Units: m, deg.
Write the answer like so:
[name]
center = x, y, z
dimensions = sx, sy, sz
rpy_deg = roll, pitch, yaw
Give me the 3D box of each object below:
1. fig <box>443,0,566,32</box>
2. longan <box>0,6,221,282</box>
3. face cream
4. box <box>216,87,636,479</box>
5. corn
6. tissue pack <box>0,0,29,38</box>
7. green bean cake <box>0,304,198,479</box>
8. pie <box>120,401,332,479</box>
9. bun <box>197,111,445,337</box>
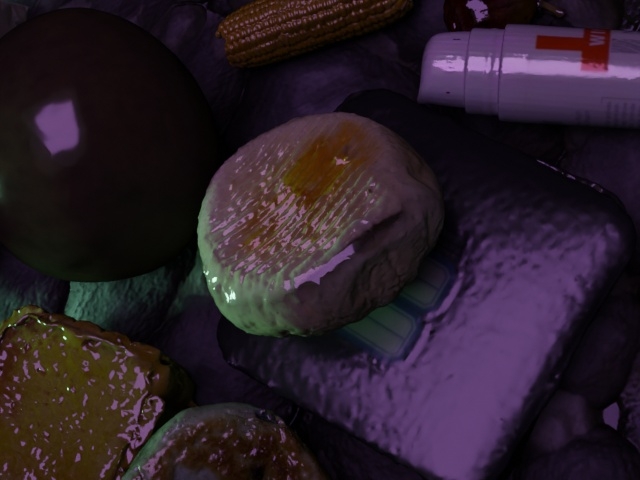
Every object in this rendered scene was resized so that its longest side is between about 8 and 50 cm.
[fig]
center = 0.198, -0.247, 1.349
dimensions = 0.125, 0.089, 0.089
rpy_deg = -16, 71, -12
[longan]
center = -0.248, -0.103, 1.347
dimensions = 0.297, 0.297, 0.297
rpy_deg = -4, 76, 18
[face cream]
center = 0.269, -0.163, 1.263
dimensions = 0.346, 0.102, 0.102
rpy_deg = 5, 79, 10
[box]
center = 0.103, 0.048, 1.299
dimensions = 0.359, 0.091, 0.350
rpy_deg = 28, 86, 22
[corn]
center = -0.004, -0.252, 1.410
dimensions = 0.238, 0.080, 0.080
rpy_deg = -18, 72, 14
[tissue pack]
center = -0.506, -0.115, 1.393
dimensions = 0.207, 0.297, 0.380
rpy_deg = 14, 97, 25
[green bean cake]
center = -0.266, 0.205, 1.363
dimensions = 0.224, 0.131, 0.229
rpy_deg = 19, 81, 19
[pie]
center = -0.095, 0.281, 1.273
dimensions = 0.241, 0.054, 0.240
rpy_deg = 0, 90, -15
[bun]
center = 0.000, 0.000, 1.221
dimensions = 0.244, 0.153, 0.243
rpy_deg = -15, 48, 18
